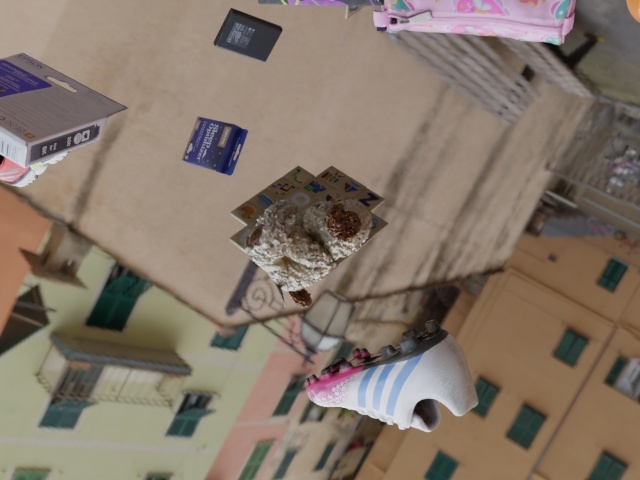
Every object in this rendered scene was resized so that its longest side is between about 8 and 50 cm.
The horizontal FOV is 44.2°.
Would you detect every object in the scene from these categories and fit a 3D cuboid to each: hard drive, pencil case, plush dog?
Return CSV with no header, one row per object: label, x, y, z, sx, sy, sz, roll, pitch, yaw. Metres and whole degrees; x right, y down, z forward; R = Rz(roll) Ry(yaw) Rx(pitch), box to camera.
hard drive,-0.164,-0.466,1.798,0.135,0.094,0.022,11,-143,-35
pencil case,0.223,-0.350,1.147,0.284,0.124,0.124,6,-176,8
plush dog,0.000,0.000,1.559,0.211,0.225,0.262,58,-169,-9

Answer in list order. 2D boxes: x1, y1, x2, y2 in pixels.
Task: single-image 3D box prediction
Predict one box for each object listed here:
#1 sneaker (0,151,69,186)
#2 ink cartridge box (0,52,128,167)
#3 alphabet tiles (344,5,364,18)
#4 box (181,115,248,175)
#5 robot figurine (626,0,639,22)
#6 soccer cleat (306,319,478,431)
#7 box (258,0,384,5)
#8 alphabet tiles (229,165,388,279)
sneaker,-0.573,-0.198,1.543,0.118,0.279,0.107,22,-137,-42
ink cartridge box,-0.414,-0.189,1.096,0.206,0.045,0.208,29,-149,14
alphabet tiles,0.115,-0.516,1.335,0.009,0.198,0.237,37,149,23
box,-0.292,-0.260,2.155,0.036,0.136,0.225,21,179,-43
robot figurine,0.507,-0.339,1.045,0.219,0.158,0.128,18,-153,21
soccer cleat,0.093,0.226,1.157,0.116,0.331,0.143,-26,-93,-37
box,0.002,-0.350,0.971,0.162,0.116,0.029,-1,-146,-2
alphabet tiles,-0.026,-0.048,1.786,0.285,0.011,0.342,34,-126,26
